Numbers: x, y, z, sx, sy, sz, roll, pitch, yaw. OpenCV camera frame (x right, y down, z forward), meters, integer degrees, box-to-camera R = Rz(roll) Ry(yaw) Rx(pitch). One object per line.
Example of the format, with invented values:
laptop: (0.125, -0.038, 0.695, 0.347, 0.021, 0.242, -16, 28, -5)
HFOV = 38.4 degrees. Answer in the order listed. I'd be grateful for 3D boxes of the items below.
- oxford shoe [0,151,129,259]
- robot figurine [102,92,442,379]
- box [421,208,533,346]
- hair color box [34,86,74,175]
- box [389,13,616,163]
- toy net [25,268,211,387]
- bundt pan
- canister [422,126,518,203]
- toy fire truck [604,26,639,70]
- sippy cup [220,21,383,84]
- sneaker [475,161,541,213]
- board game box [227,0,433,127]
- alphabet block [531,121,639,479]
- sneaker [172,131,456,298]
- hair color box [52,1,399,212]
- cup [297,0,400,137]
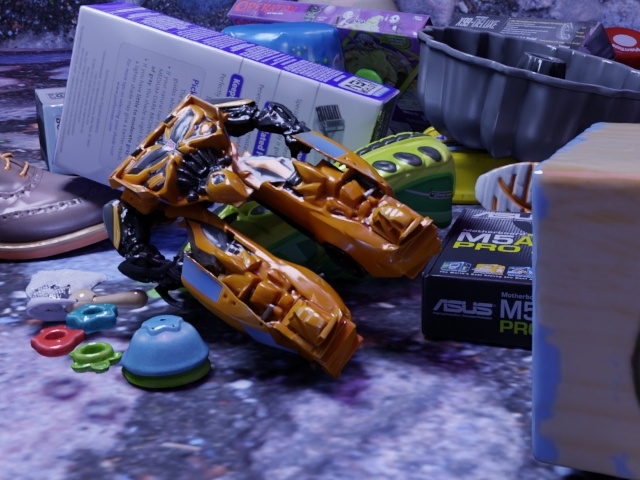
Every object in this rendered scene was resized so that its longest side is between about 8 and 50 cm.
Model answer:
oxford shoe: (-0.365, -0.055, 1.027, 0.364, 0.132, 0.130, -6, 18, -16)
robot figurine: (-0.056, -0.024, 0.772, 0.291, 0.085, 0.211, 32, 73, 27)
box: (0.242, 0.033, 0.830, 0.270, 0.060, 0.216, 5, 19, 18)
hair color box: (-0.260, -0.193, 1.493, 0.375, 0.113, 0.185, -7, 18, -19)
box: (0.275, -0.251, 1.478, 0.242, 0.076, 0.307, -51, 37, -15)
toy net: (-0.196, 0.074, 0.767, 0.122, 0.045, 0.232, -18, 22, -37)
bundt pan: (0.273, -0.178, 1.187, 0.331, 0.124, 0.331, 10, 22, -4)
canister: (0.200, -0.105, 1.249, 0.126, 0.073, 0.170, 1, 19, 2)
toy fire truck: (0.561, -0.212, 1.472, 0.302, 0.169, 0.254, -6, 42, -14)
sippy cup: (-0.053, -0.183, 1.265, 0.240, 0.224, 0.305, 4, 18, 15)
sneaker: (0.282, -0.049, 1.066, 0.215, 0.084, 0.083, 7, 14, -5)
board game box: (0.039, -0.273, 1.413, 0.347, 0.056, 0.208, 16, -21, 33)
alphabet block: (0.249, 0.032, 0.563, 0.197, 0.192, 0.193, 4, 18, 27)
sneaker: (0.000, 0.000, 0.884, 0.296, 0.123, 0.109, -21, 28, -3)
hair color box: (-0.105, -0.122, 1.002, 0.339, 0.185, 0.110, 20, 21, 10)
cup: (0.047, -0.328, 1.695, 0.331, 0.237, 0.331, -1, 17, 0)
